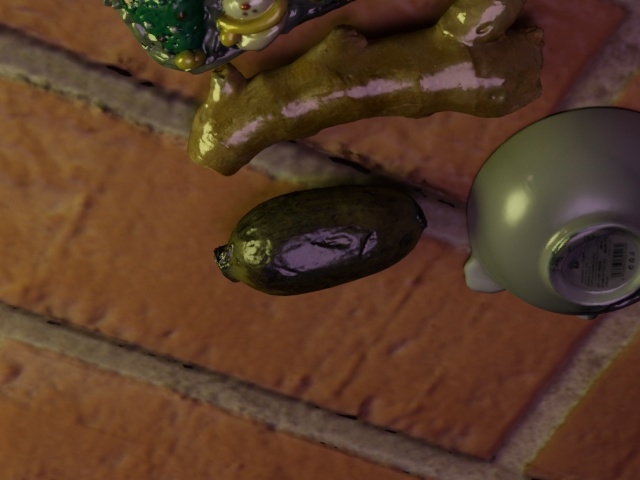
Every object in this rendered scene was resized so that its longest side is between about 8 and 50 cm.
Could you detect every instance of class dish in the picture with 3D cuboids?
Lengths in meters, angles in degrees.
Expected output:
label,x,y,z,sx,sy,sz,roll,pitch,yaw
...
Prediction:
label,x,y,z,sx,sy,sz,roll,pitch,yaw
dish,0.239,0.000,1.483,0.228,0.086,0.236,19,126,-18

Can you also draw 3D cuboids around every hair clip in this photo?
label,x,y,z,sx,sy,sz,roll,pitch,yaw
hair clip,-0.010,-0.213,1.288,0.321,0.091,0.138,-25,124,14

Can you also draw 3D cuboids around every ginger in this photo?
label,x,y,z,sx,sy,sz,roll,pitch,yaw
ginger,0.032,-0.117,1.387,0.299,0.065,0.118,-17,115,9

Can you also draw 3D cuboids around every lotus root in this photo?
label,x,y,z,sx,sy,sz,roll,pitch,yaw
lotus root,0.000,0.000,1.471,0.179,0.080,0.089,-12,129,5
